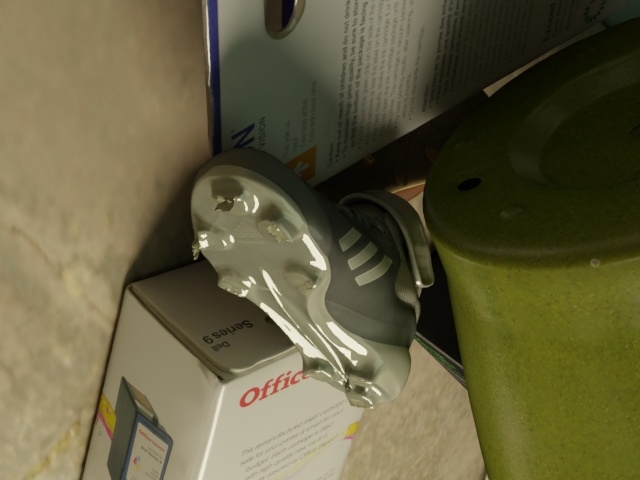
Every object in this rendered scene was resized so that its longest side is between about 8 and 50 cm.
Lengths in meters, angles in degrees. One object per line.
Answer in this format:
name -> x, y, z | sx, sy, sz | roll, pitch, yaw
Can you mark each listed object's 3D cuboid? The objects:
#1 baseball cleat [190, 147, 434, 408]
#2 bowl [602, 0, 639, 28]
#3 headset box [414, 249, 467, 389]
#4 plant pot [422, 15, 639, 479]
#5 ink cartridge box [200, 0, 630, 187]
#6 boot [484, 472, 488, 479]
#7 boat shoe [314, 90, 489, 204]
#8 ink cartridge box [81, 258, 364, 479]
baseball cleat -> 0.000, 0.000, 0.617 | 0.206, 0.072, 0.109 | 62, 41, -50
bowl -> 0.346, -0.243, 0.840 | 0.311, 0.163, 0.311 | -36, 148, -26
headset box -> 0.223, 0.048, 0.953 | 0.246, 0.131, 0.283 | -48, 129, -5
plant pot -> 0.231, 0.069, 0.690 | 0.366, 0.366, 0.353 | -39, 117, -20
ink cartridge box -> 0.056, -0.195, 0.582 | 0.330, 0.071, 0.324 | -30, 146, -27
boot -> 0.254, 0.202, 1.279 | 0.123, 0.095, 0.258 | -25, 143, -50
boat shoe -> 0.028, -0.044, 0.730 | 0.178, 0.064, 0.060 | -33, 177, -27
ink cartridge box -> -0.053, 0.112, 0.751 | 0.154, 0.093, 0.212 | -20, 140, -44
